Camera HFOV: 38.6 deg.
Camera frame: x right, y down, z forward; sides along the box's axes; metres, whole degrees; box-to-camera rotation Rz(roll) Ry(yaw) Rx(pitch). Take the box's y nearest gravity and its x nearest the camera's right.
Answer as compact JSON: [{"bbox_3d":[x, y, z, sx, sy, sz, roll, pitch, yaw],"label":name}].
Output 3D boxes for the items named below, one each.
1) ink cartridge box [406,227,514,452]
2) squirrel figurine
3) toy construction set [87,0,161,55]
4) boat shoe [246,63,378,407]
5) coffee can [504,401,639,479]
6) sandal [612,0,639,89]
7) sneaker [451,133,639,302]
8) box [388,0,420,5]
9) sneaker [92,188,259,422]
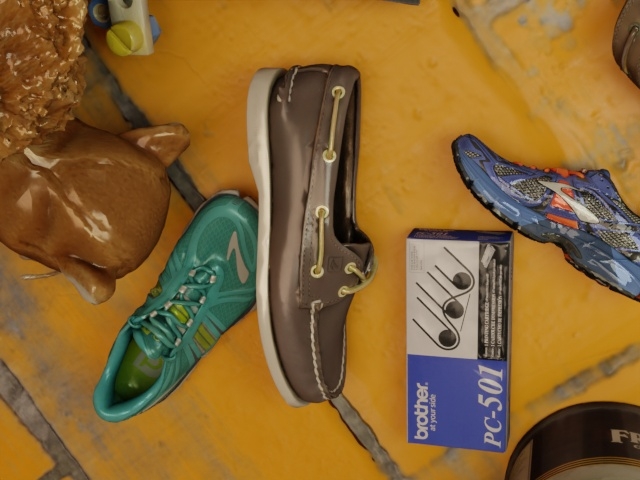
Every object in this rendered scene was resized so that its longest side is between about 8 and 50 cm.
[{"bbox_3d":[0.133,0.094,0.871,0.097,0.046,0.207,3,104,16],"label":"ink cartridge box"},{"bbox_3d":[-0.303,-0.098,0.773,0.370,0.281,0.397,28,154,-3],"label":"squirrel figurine"},{"bbox_3d":[-0.188,-0.346,0.794,0.215,0.151,0.328,28,108,7],"label":"toy construction set"},{"bbox_3d":[0.000,0.000,0.850,0.096,0.116,0.324,-2,97,18],"label":"boat shoe"},{"bbox_3d":[0.248,0.282,0.763,0.201,0.275,0.202,4,104,14],"label":"coffee can"},{"bbox_3d":[0.281,-0.184,0.744,0.086,0.120,0.303,-16,98,46],"label":"sandal"},{"bbox_3d":[0.215,-0.034,0.810,0.221,0.083,0.087,33,93,3],"label":"sneaker"},{"bbox_3d":[-0.018,-0.301,0.755,0.231,0.056,0.183,3,105,-17],"label":"box"},{"bbox_3d":[-0.136,0.075,0.904,0.107,0.110,0.275,35,108,5],"label":"sneaker"}]
